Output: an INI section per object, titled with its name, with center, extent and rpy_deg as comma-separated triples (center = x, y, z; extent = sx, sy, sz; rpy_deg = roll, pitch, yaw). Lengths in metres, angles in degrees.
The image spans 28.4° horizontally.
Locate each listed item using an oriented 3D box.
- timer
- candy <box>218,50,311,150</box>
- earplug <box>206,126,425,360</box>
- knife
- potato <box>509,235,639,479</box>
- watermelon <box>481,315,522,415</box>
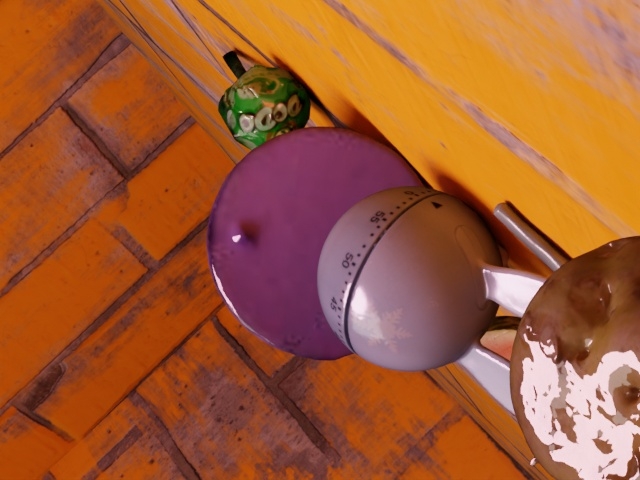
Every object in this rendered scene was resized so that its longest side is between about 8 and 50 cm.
[timer]
center = 0.122, 0.045, 1.060
extent = 0.255, 0.175, 0.175
rpy_deg = 16, 168, 14
[candy]
center = -0.080, -0.178, 1.423
extent = 0.097, 0.097, 0.323
rpy_deg = 49, -175, -24
[earplug]
center = 0.000, 0.000, 1.371
extent = 0.215, 0.215, 0.456
rpy_deg = 47, 180, -1
[knife]
center = 0.197, 0.040, 0.901
extent = 0.210, 0.015, 0.028
rpy_deg = 45, 170, 28
[potato]
center = 0.200, 0.109, 0.570
extent = 0.262, 0.165, 0.165
rpy_deg = 50, 177, 18
[watermelon]
center = 0.210, 0.117, 1.213
extent = 0.163, 0.087, 0.069
rpy_deg = 50, -153, -19
